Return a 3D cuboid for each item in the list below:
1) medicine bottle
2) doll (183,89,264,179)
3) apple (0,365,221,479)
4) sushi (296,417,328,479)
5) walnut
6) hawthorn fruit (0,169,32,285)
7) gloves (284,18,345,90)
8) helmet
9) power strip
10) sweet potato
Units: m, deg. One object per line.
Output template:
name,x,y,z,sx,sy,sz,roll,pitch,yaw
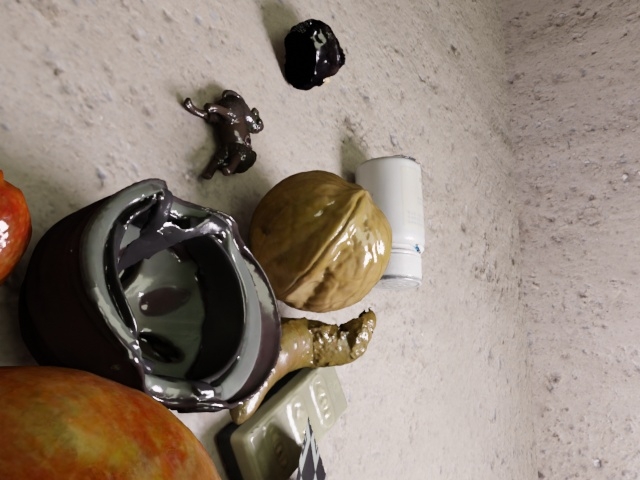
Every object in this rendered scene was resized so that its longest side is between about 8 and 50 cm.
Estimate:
medicine bottle,0.143,-0.033,1.179,0.143,0.143,0.258,23,62,-52
doll,-0.135,-0.168,0.888,0.165,0.057,0.139,-22,96,-61
apple,-0.246,0.233,0.444,0.301,0.302,0.301,21,63,-52
sushi,-0.051,0.467,0.774,0.339,0.069,0.320,-77,162,-46
walnut,0.000,0.000,0.883,0.228,0.228,0.228,21,63,-52
hawthorn fruit,-0.337,-0.010,0.463,0.173,0.173,0.179,38,77,-45
gloves,0.004,-0.367,1.102,0.180,0.106,0.129,-45,116,-47
helmet,-0.189,0.078,0.626,0.305,0.177,0.225,47,34,-51
power strip,-0.046,0.275,0.878,0.257,0.070,0.105,-32,108,-56
sweet potato,-0.039,0.166,0.869,0.310,0.124,0.098,-17,118,-42
